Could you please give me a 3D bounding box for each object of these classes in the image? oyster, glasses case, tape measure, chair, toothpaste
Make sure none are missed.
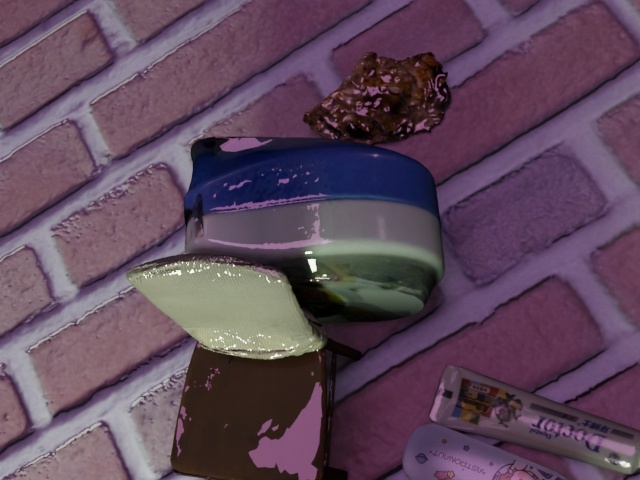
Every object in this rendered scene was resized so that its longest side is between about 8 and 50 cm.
[{"bbox_3d":[0.065,-0.168,1.158,0.177,0.056,0.105,-8,80,8],"label":"oyster"},{"bbox_3d":[0.171,0.245,1.009,0.178,0.045,0.067,19,81,19],"label":"glasses case"},{"bbox_3d":[-0.002,0.001,1.021,0.262,0.259,0.138,0,75,10],"label":"tape measure"},{"bbox_3d":[-0.066,0.142,0.957,0.160,0.319,0.186,4,75,17],"label":"chair"},{"bbox_3d":[0.238,0.194,1.014,0.255,0.037,0.067,15,83,23],"label":"toothpaste"}]
